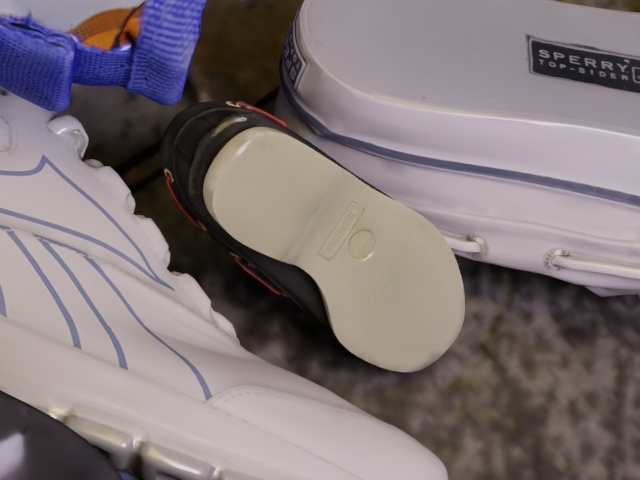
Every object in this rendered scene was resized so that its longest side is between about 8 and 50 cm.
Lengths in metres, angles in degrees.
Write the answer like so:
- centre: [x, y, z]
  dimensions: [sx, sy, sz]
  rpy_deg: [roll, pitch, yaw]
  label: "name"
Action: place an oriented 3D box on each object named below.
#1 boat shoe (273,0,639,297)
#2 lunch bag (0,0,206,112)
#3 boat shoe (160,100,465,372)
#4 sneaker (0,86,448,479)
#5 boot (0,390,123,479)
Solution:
- centre: [0.110, -0.024, 0.635]
  dimensions: [0.258, 0.084, 0.095]
  rpy_deg: [16, 46, -1]
  label: "boat shoe"
- centre: [-0.146, -0.245, 0.568]
  dimensions: [0.328, 0.239, 0.385]
  rpy_deg: [17, 61, -7]
  label: "lunch bag"
- centre: [0.001, -0.001, 0.592]
  dimensions: [0.049, 0.042, 0.133]
  rpy_deg: [-52, 132, -2]
  label: "boat shoe"
- centre: [-0.091, 0.014, 0.555]
  dimensions: [0.297, 0.111, 0.129]
  rpy_deg: [25, 58, -4]
  label: "sneaker"
- centre: [-0.094, 0.189, 0.418]
  dimensions: [0.377, 0.138, 0.284]
  rpy_deg: [22, 63, 2]
  label: "boot"
